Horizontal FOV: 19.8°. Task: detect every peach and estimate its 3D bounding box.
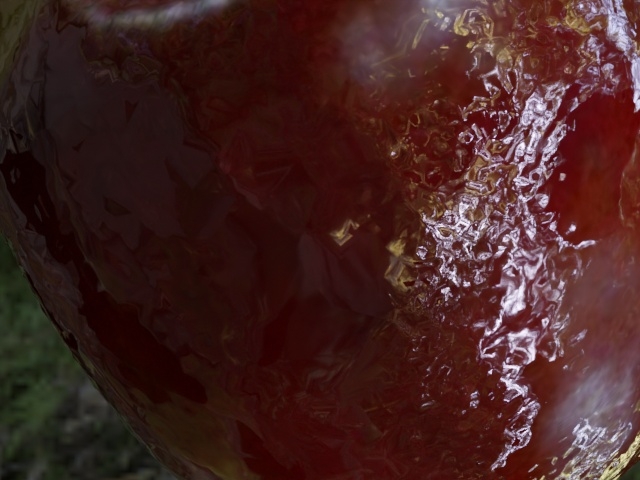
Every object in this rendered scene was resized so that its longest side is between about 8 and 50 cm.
[{"bbox_3d":[0.000,0.000,0.639,0.201,0.257,0.362,-49,146,-28],"label":"peach"}]
